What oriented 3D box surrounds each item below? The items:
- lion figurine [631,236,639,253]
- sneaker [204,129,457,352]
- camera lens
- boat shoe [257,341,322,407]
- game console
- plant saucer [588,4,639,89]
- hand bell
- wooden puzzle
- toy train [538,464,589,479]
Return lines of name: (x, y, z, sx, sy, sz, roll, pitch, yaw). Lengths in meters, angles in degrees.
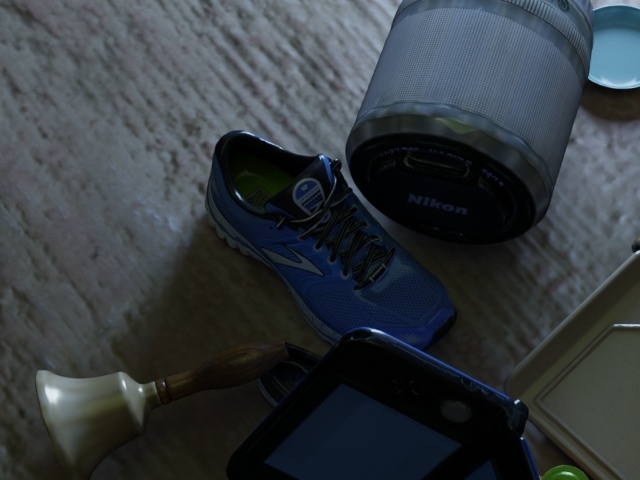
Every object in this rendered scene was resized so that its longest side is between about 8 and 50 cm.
lion figurine: (0.486, -0.038, 1.651, 0.392, 0.142, 0.240, 36, 64, 9)
sneaker: (0.000, 0.000, 1.645, 0.330, 0.147, 0.130, 35, 69, 21)
camera lens: (0.162, -0.150, 1.674, 0.219, 0.219, 0.274, 14, 63, 12)
boat shoe: (0.031, 0.171, 1.587, 0.228, 0.076, 0.080, 35, 69, 21)
game console: (0.059, 0.253, 1.397, 0.250, 0.293, 0.173, 28, 48, -11)
plant saucer: (0.343, -0.217, 1.811, 0.119, 0.021, 0.119, -2, 60, 4)
hand bell: (-0.147, 0.148, 1.572, 0.242, 0.126, 0.126, -20, 61, 0)
wooden puzzle: (0.340, 0.157, 1.587, 0.221, 0.044, 0.238, -42, 71, -12)
toy train: (0.234, 0.257, 1.484, 0.248, 0.143, 0.105, 22, 65, 16)
